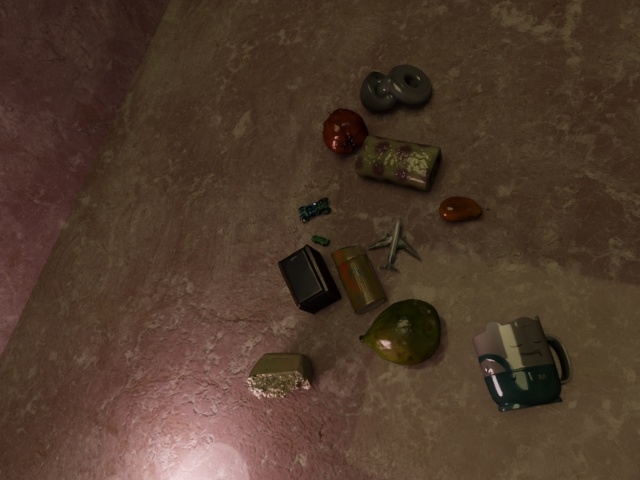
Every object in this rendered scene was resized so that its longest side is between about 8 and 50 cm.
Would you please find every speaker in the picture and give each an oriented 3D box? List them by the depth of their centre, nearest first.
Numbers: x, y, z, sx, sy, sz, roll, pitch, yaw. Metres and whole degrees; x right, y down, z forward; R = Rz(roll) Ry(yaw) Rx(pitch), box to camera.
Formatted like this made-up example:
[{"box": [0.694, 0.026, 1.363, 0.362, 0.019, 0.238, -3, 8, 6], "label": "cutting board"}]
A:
[{"box": [-0.044, 0.164, 1.775, 0.153, 0.192, 0.231, -31, 64, 9], "label": "speaker"}]

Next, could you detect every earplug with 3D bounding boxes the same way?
[{"box": [0.342, -0.689, 1.961, 0.325, 0.175, 0.214, -4, 63, 13], "label": "earplug"}]

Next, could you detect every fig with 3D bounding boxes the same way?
[{"box": [0.296, 0.354, 1.564, 0.233, 0.233, 0.314, 65, 146, 29], "label": "fig"}]

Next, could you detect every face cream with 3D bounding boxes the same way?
[{"box": [0.151, 0.147, 1.758, 0.139, 0.067, 0.285, -28, 61, 10], "label": "face cream"}]

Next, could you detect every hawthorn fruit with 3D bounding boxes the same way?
[{"box": [0.097, -0.525, 1.990, 0.207, 0.207, 0.243, -34, 55, 9], "label": "hawthorn fruit"}]

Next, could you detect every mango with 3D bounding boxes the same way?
[{"box": [0.546, -0.120, 1.679, 0.159, 0.084, 0.105, 7, 56, 6], "label": "mango"}]

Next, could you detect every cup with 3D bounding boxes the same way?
[{"box": [0.652, 0.388, 1.361, 0.289, 0.219, 0.258, -4, 65, -11], "label": "cup"}]

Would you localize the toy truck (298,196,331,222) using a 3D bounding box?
[{"box": [-0.032, -0.148, 1.957, 0.154, 0.078, 0.080, -20, 64, 16], "label": "toy truck"}]

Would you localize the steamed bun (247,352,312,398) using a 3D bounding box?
[{"box": [-0.139, 0.542, 1.674, 0.225, 0.200, 0.170, -6, 107, 20], "label": "steamed bun"}]

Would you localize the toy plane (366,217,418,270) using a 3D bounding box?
[{"box": [0.299, 0.016, 1.749, 0.226, 0.058, 0.226, 8, 70, 31], "label": "toy plane"}]

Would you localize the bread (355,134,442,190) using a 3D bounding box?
[{"box": [0.329, -0.330, 1.817, 0.338, 0.155, 0.187, 19, 83, 29], "label": "bread"}]

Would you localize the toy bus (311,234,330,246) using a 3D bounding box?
[{"box": [0.000, 0.000, 1.909, 0.083, 0.031, 0.037, 19, 73, 29], "label": "toy bus"}]
